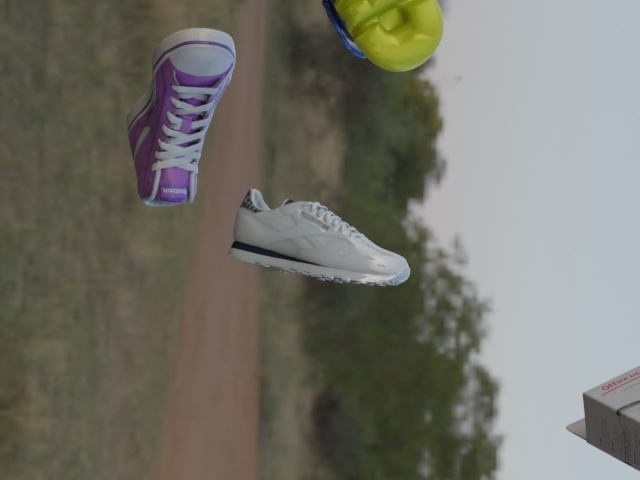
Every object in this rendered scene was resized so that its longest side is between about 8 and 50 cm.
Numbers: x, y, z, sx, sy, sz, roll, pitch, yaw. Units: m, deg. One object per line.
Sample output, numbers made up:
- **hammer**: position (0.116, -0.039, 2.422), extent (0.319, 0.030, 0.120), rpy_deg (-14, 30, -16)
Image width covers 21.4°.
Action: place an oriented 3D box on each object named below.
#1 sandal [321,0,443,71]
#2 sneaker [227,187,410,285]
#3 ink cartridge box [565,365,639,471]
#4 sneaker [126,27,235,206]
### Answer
- **sandal**: position (0.022, -0.319, 1.892), extent (0.138, 0.126, 0.317), rpy_deg (105, -41, -84)
- **sneaker**: position (0.000, 0.000, 2.057), extent (0.090, 0.235, 0.095), rpy_deg (29, 75, -70)
- **ink cartridge box**: position (0.333, 0.175, 1.680), extent (0.180, 0.104, 0.060), rpy_deg (26, -49, 53)
- **sneaker**: position (-0.166, -0.137, 2.105), extent (0.282, 0.102, 0.161), rpy_deg (123, -35, -57)
